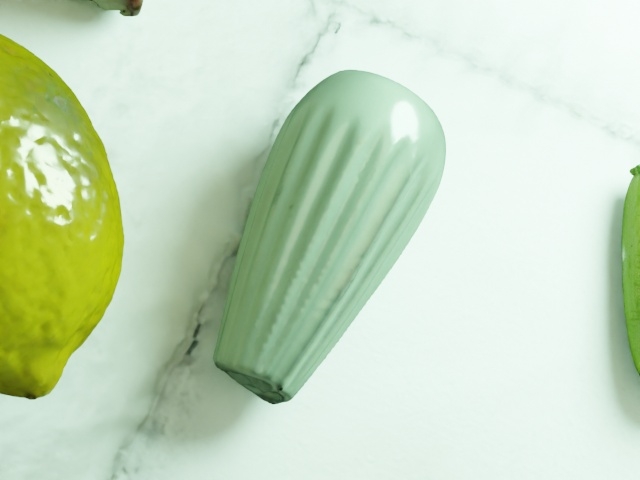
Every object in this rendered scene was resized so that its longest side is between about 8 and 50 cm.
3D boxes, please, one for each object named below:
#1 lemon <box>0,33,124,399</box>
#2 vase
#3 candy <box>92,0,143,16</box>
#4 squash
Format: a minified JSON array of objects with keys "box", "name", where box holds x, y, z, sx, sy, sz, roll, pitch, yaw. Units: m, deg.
[{"box":[-0.258,-0.020,1.053,0.267,0.267,0.267,5,72,-15],"name":"lemon"},{"box":[0.000,0.000,1.192,0.128,0.128,0.248,27,76,-6],"name":"vase"},{"box":[-0.180,-0.351,1.239,0.180,0.135,0.320,16,68,-10],"name":"candy"},{"box":[0.276,0.030,1.286,0.066,0.066,0.201,1,73,-16],"name":"squash"}]
